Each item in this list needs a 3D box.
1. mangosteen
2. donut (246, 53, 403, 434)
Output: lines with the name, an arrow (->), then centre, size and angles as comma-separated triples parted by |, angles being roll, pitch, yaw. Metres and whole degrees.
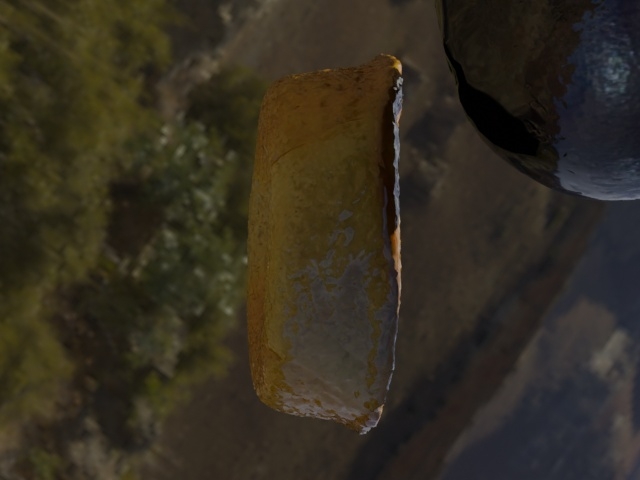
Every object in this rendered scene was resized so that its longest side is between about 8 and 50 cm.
mangosteen -> 0.224, -0.176, 1.118 | 0.300, 0.300, 0.300 | -52, 167, -17
donut -> 0.000, 0.000, 1.248 | 0.303, 0.110, 0.303 | -177, -90, -85
